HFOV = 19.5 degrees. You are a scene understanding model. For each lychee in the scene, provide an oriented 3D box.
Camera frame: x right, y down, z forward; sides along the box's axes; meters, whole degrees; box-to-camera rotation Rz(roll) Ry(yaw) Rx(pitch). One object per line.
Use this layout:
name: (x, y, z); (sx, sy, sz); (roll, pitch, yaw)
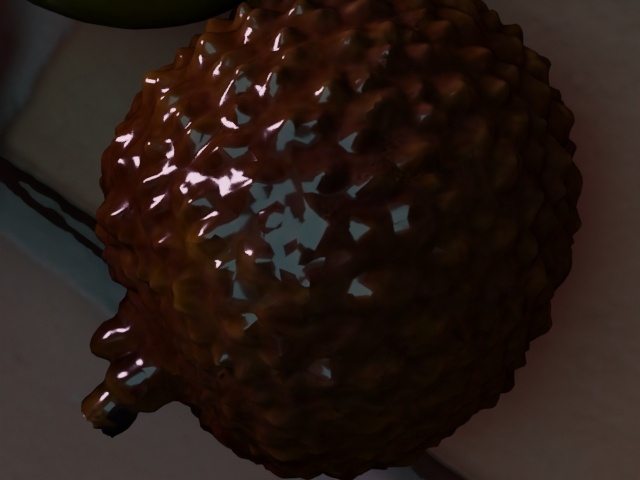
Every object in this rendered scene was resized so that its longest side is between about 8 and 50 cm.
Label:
lychee: (0.000, 0.000, 0.757); (0.238, 0.200, 0.200); (-37, 77, -5)

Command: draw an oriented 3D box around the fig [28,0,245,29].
fig: (-0.067, -0.189, 0.767); (0.207, 0.230, 0.207); (0, 91, -21)
